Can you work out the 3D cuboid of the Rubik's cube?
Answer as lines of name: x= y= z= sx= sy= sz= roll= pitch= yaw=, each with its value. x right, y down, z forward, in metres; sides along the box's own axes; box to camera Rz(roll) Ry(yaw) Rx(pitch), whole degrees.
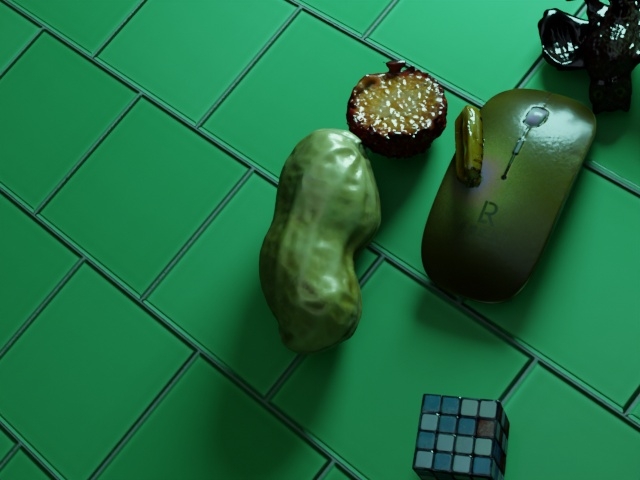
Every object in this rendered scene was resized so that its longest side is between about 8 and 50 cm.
Rubik's cube: x=0.165 y=0.238 z=1.316 sx=0.092 sy=0.092 sz=0.092 roll=3 pitch=66 yaw=20

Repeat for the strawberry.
strawberry: x=0.103 y=-0.168 z=1.530 sx=0.145 sy=0.086 sz=0.145 roll=3 pitch=57 yaw=-4

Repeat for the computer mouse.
computer mouse: x=0.241 y=-0.067 z=1.453 sx=0.158 sy=0.072 sz=0.310 roll=20 pitch=72 yaw=24

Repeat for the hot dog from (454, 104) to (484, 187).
hot dog: x=0.191 y=-0.119 z=1.433 sx=0.037 sy=0.049 sz=0.122 roll=8 pitch=61 yaw=-11

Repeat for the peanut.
peanut: x=0.000 y=0.000 z=1.465 sx=0.147 sy=0.147 sz=0.306 roll=6 pitch=69 yaw=21

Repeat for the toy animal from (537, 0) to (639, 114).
toy animal: x=0.393 y=-0.259 z=1.491 sx=0.218 sy=0.116 sz=0.179 roll=-1 pitch=97 yaw=40
